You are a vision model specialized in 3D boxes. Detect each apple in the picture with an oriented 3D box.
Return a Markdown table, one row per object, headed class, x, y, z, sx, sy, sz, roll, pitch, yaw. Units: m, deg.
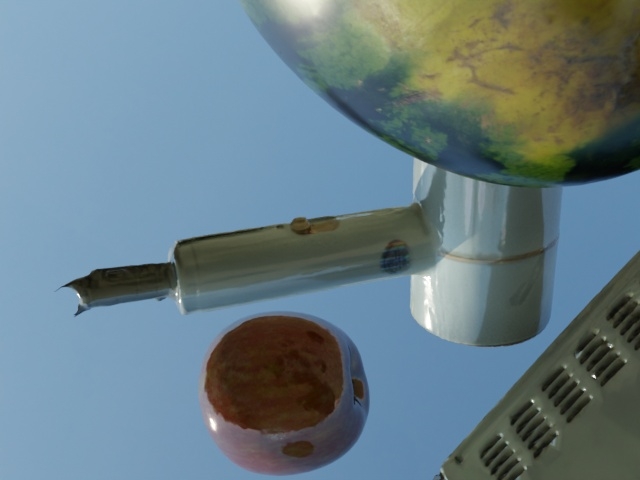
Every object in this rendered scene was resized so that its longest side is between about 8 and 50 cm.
| class | x | y | z | sx | sy | sz | roll | pitch | yaw |
| --- | --- | --- | --- | --- | --- | --- | --- | --- | --- |
| apple | -0.037 | 0.170 | 1.092 | 0.174 | 0.188 | 0.188 | -10 | -141 | 18 |

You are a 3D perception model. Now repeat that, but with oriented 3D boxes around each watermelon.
| class | x | y | z | sx | sy | sz | roll | pitch | yaw |
| --- | --- | --- | --- | --- | --- | --- | --- | --- | --- |
| watermelon | 0.081 | -0.154 | 0.386 | 0.269 | 0.269 | 0.269 | -5 | -139 | 4 |

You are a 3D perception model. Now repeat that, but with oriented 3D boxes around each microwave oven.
| class | x | y | z | sx | sy | sz | roll | pitch | yaw |
| --- | --- | --- | --- | --- | --- | --- | --- | --- | --- |
| microwave oven | 0.295 | 0.192 | 0.670 | 0.286 | 0.355 | 0.218 | -52 | -146 | 13 |

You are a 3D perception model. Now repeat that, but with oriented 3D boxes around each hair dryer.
| class | x | y | z | sx | sy | sz | roll | pitch | yaw |
| --- | --- | --- | --- | --- | --- | --- | --- | --- | --- |
| hair dryer | 0.000 | 0.000 | 0.664 | 0.357 | 0.173 | 0.107 | -10 | -154 | -16 |
